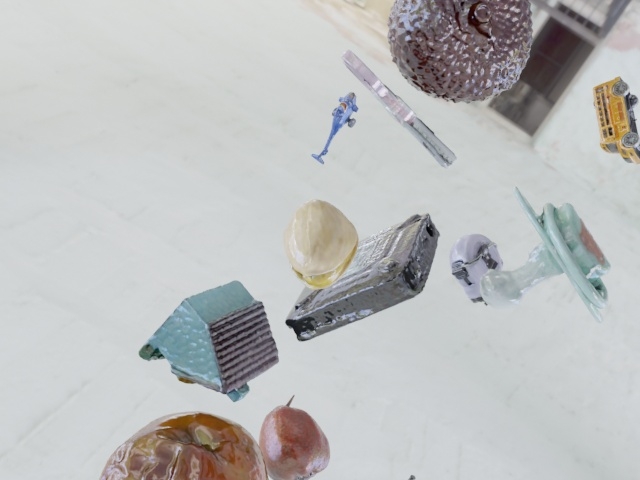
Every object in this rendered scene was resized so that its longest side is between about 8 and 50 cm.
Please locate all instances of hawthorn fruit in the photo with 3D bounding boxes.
[{"bbox_3d":[-0.088,0.592,2.366,0.210,0.210,0.262,14,-130,-40],"label":"hawthorn fruit"},{"bbox_3d":[-0.316,0.610,1.755,0.472,0.471,0.472,28,-159,-12],"label":"hawthorn fruit"}]

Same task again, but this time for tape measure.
[{"bbox_3d":[0.473,0.069,2.372,0.178,0.105,0.196,44,-129,-17],"label":"tape measure"}]

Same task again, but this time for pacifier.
[{"bbox_3d":[0.467,0.061,1.687,0.343,0.269,0.288,53,-166,-3],"label":"pacifier"}]

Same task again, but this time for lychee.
[{"bbox_3d":[0.237,-0.362,1.348,0.261,0.260,0.260,28,-159,-12],"label":"lychee"}]

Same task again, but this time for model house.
[{"bbox_3d":[-0.234,0.266,1.885,0.249,0.230,0.280,50,-153,11],"label":"model house"}]

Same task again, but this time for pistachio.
[{"bbox_3d":[0.000,0.000,1.528,0.145,0.117,0.200,-11,-142,7],"label":"pistachio"}]

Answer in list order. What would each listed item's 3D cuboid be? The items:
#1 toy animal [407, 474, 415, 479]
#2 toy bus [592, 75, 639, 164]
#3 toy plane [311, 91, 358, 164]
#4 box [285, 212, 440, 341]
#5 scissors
[{"bbox_3d":[0.219,0.748,2.071,0.073,0.176,0.217,17,-149,-28],"label":"toy animal"},{"bbox_3d":[0.554,-0.217,1.463,0.069,0.074,0.162,26,-124,-50],"label":"toy bus"},{"bbox_3d":[0.032,-0.241,1.665,0.054,0.167,0.062,36,-151,16],"label":"toy plane"},{"bbox_3d":[0.103,0.080,1.859,0.091,0.350,0.359,58,-153,-15],"label":"box"},{"bbox_3d":[0.123,-0.206,1.243,0.242,0.030,0.118,44,-173,-2],"label":"scissors"}]
